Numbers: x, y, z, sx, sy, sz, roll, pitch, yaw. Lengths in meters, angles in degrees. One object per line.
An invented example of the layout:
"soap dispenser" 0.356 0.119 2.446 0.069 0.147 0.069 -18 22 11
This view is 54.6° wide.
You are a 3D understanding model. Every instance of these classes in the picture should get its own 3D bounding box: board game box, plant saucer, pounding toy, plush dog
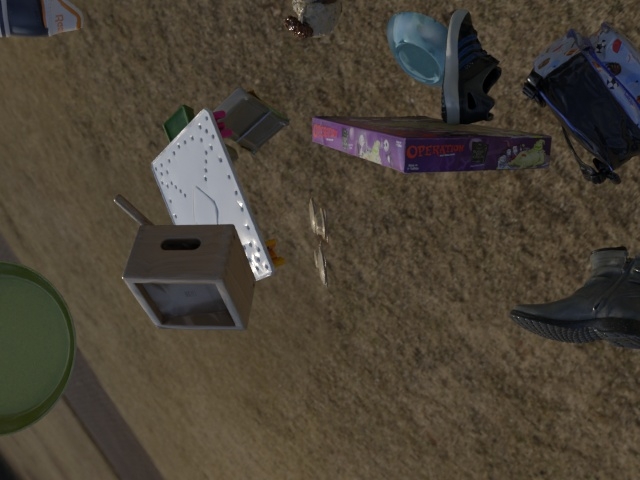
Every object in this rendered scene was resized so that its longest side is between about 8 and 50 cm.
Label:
"board game box" -0.260 -0.072 1.503 0.390 0.050 0.390 -23 89 55
"board game box" 0.137 -0.147 0.898 0.347 0.208 0.056 -142 47 -65
"plant saucer" 0.200 -0.359 1.214 0.195 0.037 0.195 35 166 10
"pounding toy" -0.156 0.026 0.697 0.141 0.100 0.130 0 143 10
"plush dog" -0.005 -0.647 1.620 0.210 0.262 0.226 23 135 32
"plant saucer" -0.449 0.148 0.867 0.241 0.241 0.037 48 180 6

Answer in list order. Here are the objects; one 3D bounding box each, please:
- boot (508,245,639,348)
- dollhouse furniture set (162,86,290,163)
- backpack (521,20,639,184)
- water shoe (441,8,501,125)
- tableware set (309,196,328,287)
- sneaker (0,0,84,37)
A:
"boot" 0.458 0.090 1.059 0.246 0.161 0.083 1 153 43
"dollhouse furniture set" -0.271 -0.340 1.798 0.301 0.197 0.151 -37 57 20
"backpack" 0.521 -0.292 1.191 0.213 0.263 0.276 -36 111 22
"water shoe" 0.220 -0.248 0.895 0.080 0.203 0.073 4 154 13
"tableware set" 0.000 0.000 1.114 0.169 0.020 0.141 -121 26 -76
"sneaker" -0.373 -0.416 0.814 0.126 0.127 0.321 160 107 -68
